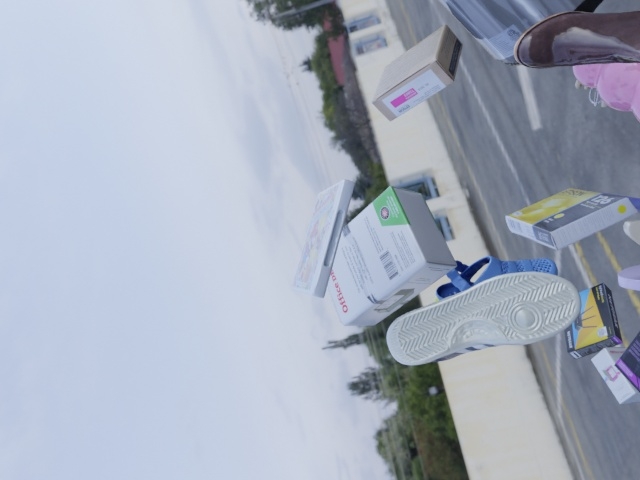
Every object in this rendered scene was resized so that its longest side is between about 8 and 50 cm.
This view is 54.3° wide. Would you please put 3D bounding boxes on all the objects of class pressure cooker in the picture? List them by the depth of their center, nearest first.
[{"bbox_3d":[0.442,-0.678,1.474,0.420,0.370,0.376,39,-148,-14],"label":"pressure cooker"}]

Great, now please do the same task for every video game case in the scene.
[{"bbox_3d":[0.000,0.000,1.157,0.227,0.026,0.206,169,117,-79],"label":"video game case"}]

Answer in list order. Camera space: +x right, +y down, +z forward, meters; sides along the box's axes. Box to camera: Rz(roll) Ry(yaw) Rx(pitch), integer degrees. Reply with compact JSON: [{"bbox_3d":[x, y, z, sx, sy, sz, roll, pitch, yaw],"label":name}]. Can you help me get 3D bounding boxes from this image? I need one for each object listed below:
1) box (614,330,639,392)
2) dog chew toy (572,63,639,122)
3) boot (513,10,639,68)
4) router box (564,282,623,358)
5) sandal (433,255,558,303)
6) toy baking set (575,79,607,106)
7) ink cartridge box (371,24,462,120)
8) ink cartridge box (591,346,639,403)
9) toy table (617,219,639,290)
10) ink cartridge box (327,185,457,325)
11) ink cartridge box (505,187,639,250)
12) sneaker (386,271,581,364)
[{"bbox_3d":[0.616,0.223,1.136,0.116,0.029,0.162,56,152,38],"label":"box"},{"bbox_3d":[0.717,-0.368,1.387,0.331,0.207,0.207,34,165,31],"label":"dog chew toy"},{"bbox_3d":[0.462,-0.321,1.009,0.207,0.248,0.090,-97,-5,-65],"label":"boot"},{"bbox_3d":[0.719,0.214,1.666,0.046,0.133,0.179,39,-140,-25],"label":"router box"},{"bbox_3d":[0.432,0.097,1.553,0.126,0.317,0.138,-100,-5,-59],"label":"sandal"},{"bbox_3d":[0.846,-0.525,1.898,0.256,0.030,0.197,-99,10,-48],"label":"toy baking set"},{"bbox_3d":[0.271,-0.466,1.745,0.088,0.234,0.193,41,-133,-24],"label":"ink cartridge box"},{"bbox_3d":[0.706,0.313,1.454,0.052,0.088,0.122,-57,40,38],"label":"ink cartridge box"},{"bbox_3d":[0.868,0.021,1.517,0.252,0.274,0.161,-135,38,-76],"label":"toy table"},{"bbox_3d":[0.144,0.045,1.470,0.121,0.289,0.211,7,-128,-43],"label":"ink cartridge box"},{"bbox_3d":[0.721,-0.085,1.748,0.072,0.307,0.303,64,179,-10],"label":"ink cartridge box"},{"bbox_3d":[0.301,0.144,1.169,0.148,0.350,0.131,18,-121,-71],"label":"sneaker"}]
